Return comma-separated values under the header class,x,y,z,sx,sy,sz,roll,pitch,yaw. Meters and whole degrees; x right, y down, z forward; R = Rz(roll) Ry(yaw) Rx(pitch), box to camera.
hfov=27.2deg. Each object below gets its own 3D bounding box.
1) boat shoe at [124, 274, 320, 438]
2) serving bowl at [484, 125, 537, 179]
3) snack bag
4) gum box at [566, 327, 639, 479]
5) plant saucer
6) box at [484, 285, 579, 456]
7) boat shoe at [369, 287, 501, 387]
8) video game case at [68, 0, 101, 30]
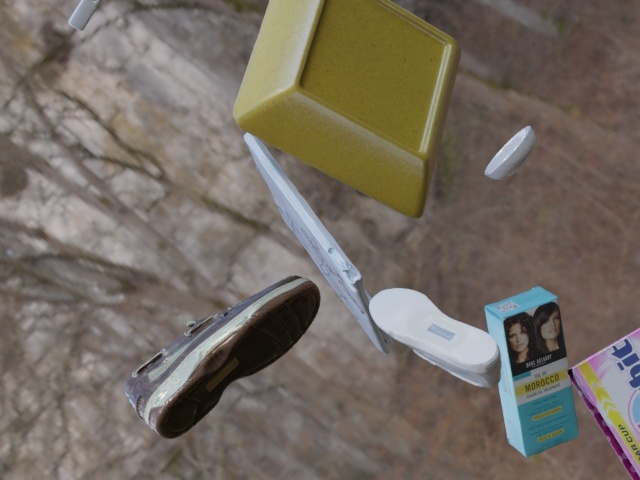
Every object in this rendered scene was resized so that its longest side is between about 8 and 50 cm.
class,x,y,z,sx,sy,sz,roll,pitch,yaw
boat shoe,-0.117,0.113,1.527,0.257,0.095,0.095,-37,-40,-26
serving bowl,0.246,-0.106,1.675,0.083,0.027,0.083,-47,6,6
snack bag,0.000,0.000,2.059,0.037,0.323,0.342,-34,-26,-4
gum box,0.381,0.202,1.522,0.107,0.188,0.062,-30,-11,-2
plant saucer,0.067,-0.247,1.962,0.081,0.333,0.332,-35,34,53
box,0.327,0.202,2.033,0.101,0.060,0.244,-19,-69,-16
boat shoe,0.132,0.112,1.502,0.066,0.184,0.063,-46,-42,-28
video game case,-0.166,-0.279,1.189,0.143,0.019,0.157,-46,18,40
